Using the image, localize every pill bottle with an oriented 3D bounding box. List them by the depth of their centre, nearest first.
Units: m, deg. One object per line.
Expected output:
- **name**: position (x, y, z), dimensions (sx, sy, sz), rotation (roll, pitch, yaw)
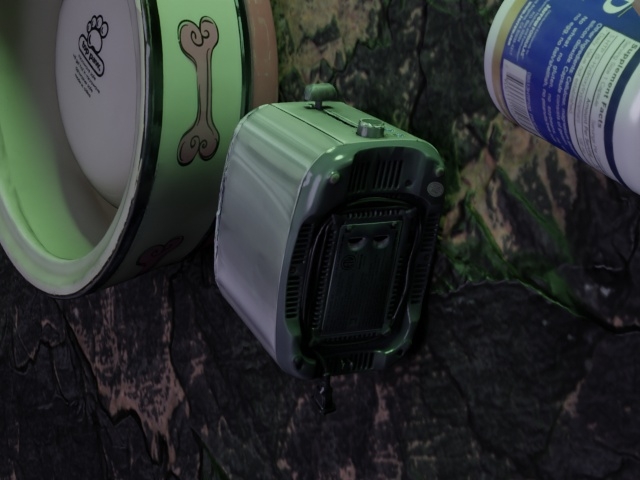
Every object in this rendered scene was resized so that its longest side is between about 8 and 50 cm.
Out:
- **pill bottle**: position (0.190, -0.084, 0.861), dimensions (0.186, 0.112, 0.112), rotation (38, 125, 47)

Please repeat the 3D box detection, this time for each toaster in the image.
- **toaster**: position (0.000, 0.000, 1.151), dimensions (0.146, 0.129, 0.227), rotation (42, 130, 51)

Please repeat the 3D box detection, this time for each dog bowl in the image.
- **dog bowl**: position (-0.186, -0.155, 1.387), dimensions (0.408, 0.150, 0.408), rotation (11, 103, 56)

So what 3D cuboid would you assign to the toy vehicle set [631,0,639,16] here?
- **toy vehicle set**: position (0.258, -0.149, 0.665), dimensions (0.166, 0.035, 0.267), rotation (61, 139, 32)
